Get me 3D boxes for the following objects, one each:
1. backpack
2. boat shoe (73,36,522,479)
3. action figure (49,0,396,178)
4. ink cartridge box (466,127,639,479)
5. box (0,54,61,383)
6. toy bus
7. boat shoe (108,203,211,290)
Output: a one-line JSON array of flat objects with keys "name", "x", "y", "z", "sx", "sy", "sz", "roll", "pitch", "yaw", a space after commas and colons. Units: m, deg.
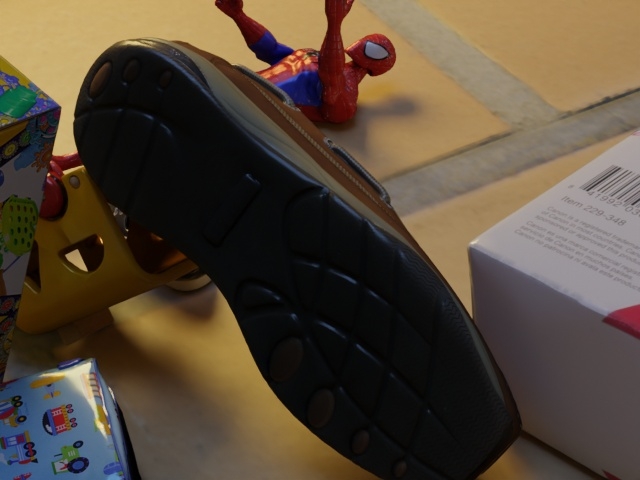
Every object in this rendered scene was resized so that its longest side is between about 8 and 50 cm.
[{"name": "backpack", "x": -0.179, "y": 0.154, "z": 1.029, "sx": 0.173, "sy": 0.117, "sz": 0.158, "roll": -13, "pitch": 35, "yaw": -3}, {"name": "boat shoe", "x": 0.000, "y": 0.000, "z": 1.131, "sx": 0.324, "sy": 0.122, "sz": 0.120, "roll": 49, "pitch": 26, "yaw": 12}, {"name": "action figure", "x": -0.073, "y": -0.123, "z": 1.389, "sx": 0.280, "sy": 0.139, "sz": 0.091, "roll": -18, "pitch": 38, "yaw": -19}, {"name": "ink cartridge box", "x": 0.267, "y": 0.020, "z": 1.123, "sx": 0.306, "sy": 0.131, "sz": 0.226, "roll": -31, "pitch": 41, "yaw": -32}, {"name": "box", "x": -0.322, "y": -0.021, "z": 1.075, "sx": 0.290, "sy": 0.279, "sz": 0.177, "roll": 40, "pitch": 43, "yaw": 24}, {"name": "toy bus", "x": -0.163, "y": 0.010, "z": 1.232, "sx": 0.191, "sy": 0.104, "sz": 0.202, "roll": -25, "pitch": 3, "yaw": -6}, {"name": "boat shoe", "x": -0.118, "y": -0.008, "z": 1.311, "sx": 0.046, "sy": 0.038, "sz": 0.125, "roll": -28, "pitch": 40, "yaw": -27}]
